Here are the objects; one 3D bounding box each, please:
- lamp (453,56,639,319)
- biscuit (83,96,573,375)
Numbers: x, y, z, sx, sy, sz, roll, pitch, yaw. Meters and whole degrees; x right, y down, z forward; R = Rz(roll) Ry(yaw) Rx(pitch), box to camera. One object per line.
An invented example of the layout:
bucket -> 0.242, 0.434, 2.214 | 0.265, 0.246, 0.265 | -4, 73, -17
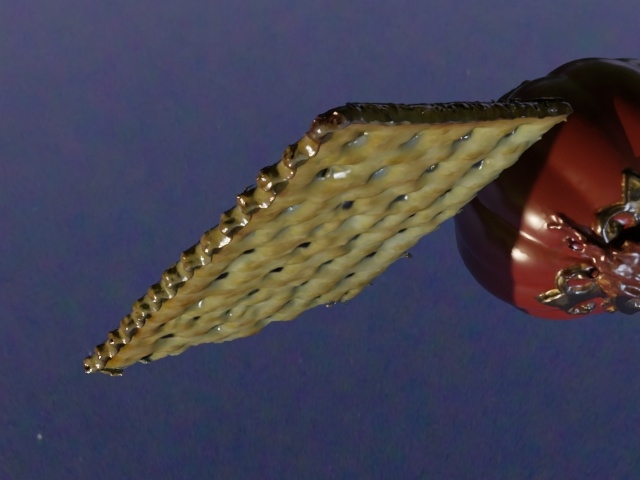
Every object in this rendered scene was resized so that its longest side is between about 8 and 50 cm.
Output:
lamp -> 0.215, -0.034, 0.792 | 0.227, 0.227, 0.226 | 0, -127, 0
biscuit -> 0.000, 0.001, 0.416 | 0.144, 0.203, 0.016 | -9, -113, -39
